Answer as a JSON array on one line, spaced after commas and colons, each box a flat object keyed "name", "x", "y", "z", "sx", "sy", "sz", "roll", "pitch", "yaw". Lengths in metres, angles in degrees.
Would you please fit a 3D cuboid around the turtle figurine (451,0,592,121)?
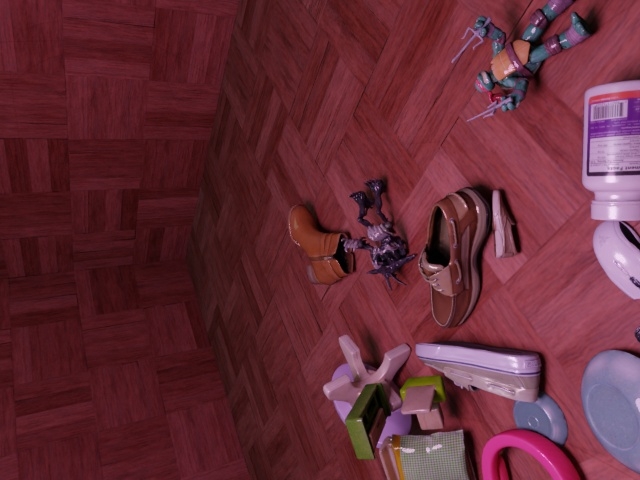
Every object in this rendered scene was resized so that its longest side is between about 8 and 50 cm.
[{"name": "turtle figurine", "x": 0.338, "y": -0.325, "z": 0.868, "sx": 0.234, "sy": 0.118, "sz": 0.175, "roll": -36, "pitch": 78, "yaw": 40}]

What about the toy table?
[{"name": "toy table", "x": 0.129, "y": 0.381, "z": 1.279, "sx": 0.274, "sy": 0.252, "sz": 0.161, "roll": 32, "pitch": 141, "yaw": 40}]

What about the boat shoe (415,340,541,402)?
[{"name": "boat shoe", "x": 0.312, "y": 0.266, "z": 1.028, "sx": 0.302, "sy": 0.109, "sz": 0.094, "roll": -8, "pitch": 80, "yaw": 59}]

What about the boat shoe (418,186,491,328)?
[{"name": "boat shoe", "x": 0.263, "y": 0.044, "z": 1.047, "sx": 0.122, "sy": 0.120, "sz": 0.324, "roll": 41, "pitch": 137, "yaw": 53}]

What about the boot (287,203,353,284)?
[{"name": "boot", "x": 0.000, "y": 0.000, "z": 1.533, "sx": 0.220, "sy": 0.109, "sz": 0.283, "roll": -23, "pitch": 77, "yaw": 61}]

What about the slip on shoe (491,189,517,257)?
[{"name": "slip on shoe", "x": 0.359, "y": -0.033, "z": 0.965, "sx": 0.051, "sy": 0.041, "sz": 0.135, "roll": 45, "pitch": -137, "yaw": -69}]

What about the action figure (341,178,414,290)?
[{"name": "action figure", "x": 0.137, "y": -0.008, "z": 1.264, "sx": 0.164, "sy": 0.141, "sz": 0.276, "roll": -29, "pitch": 68, "yaw": 46}]

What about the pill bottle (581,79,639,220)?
[{"name": "pill bottle", "x": 0.445, "y": -0.128, "z": 0.722, "sx": 0.108, "sy": 0.108, "sz": 0.193, "roll": 11, "pitch": 105, "yaw": 60}]

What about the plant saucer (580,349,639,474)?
[{"name": "plant saucer", "x": 0.472, "y": 0.273, "z": 0.774, "sx": 0.195, "sy": 0.037, "sz": 0.195, "roll": 173, "pitch": 90, "yaw": -75}]

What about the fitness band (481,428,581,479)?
[{"name": "fitness band", "x": 0.412, "y": 0.506, "z": 0.935, "sx": 0.209, "sy": 0.054, "sz": 0.291, "roll": -26, "pitch": 78, "yaw": 60}]

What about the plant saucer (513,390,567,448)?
[{"name": "plant saucer", "x": 0.416, "y": 0.349, "z": 0.951, "sx": 0.119, "sy": 0.021, "sz": 0.119, "roll": 20, "pitch": 113, "yaw": 58}]

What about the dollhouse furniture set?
[{"name": "dollhouse furniture set", "x": 0.206, "y": 0.469, "z": 1.066, "sx": 0.197, "sy": 0.151, "sz": 0.302, "roll": -13, "pitch": 101, "yaw": 24}]

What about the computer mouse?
[{"name": "computer mouse", "x": 0.481, "y": 0.054, "z": 0.759, "sx": 0.193, "sy": 0.042, "sz": 0.106, "roll": 66, "pitch": 147, "yaw": 28}]
